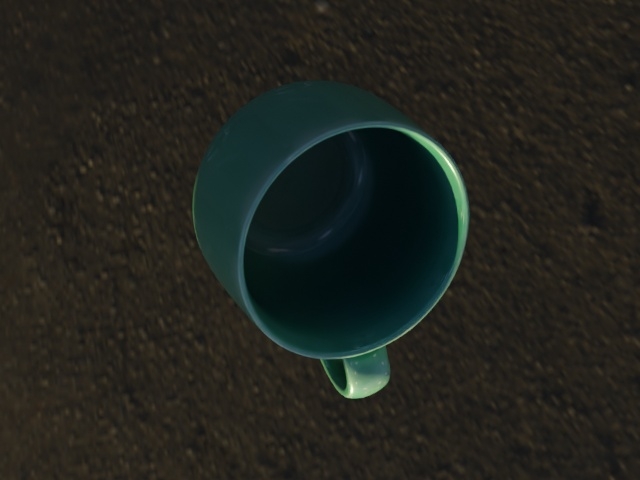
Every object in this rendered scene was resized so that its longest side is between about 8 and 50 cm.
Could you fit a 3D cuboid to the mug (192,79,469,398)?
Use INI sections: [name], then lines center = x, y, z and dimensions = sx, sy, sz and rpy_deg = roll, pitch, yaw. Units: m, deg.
[mug]
center = -0.006, -0.005, 0.867
dimensions = 0.129, 0.097, 0.157
rpy_deg = 14, 108, -31
